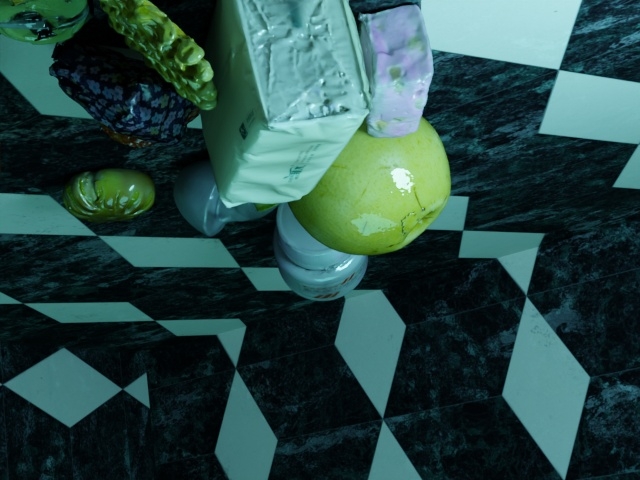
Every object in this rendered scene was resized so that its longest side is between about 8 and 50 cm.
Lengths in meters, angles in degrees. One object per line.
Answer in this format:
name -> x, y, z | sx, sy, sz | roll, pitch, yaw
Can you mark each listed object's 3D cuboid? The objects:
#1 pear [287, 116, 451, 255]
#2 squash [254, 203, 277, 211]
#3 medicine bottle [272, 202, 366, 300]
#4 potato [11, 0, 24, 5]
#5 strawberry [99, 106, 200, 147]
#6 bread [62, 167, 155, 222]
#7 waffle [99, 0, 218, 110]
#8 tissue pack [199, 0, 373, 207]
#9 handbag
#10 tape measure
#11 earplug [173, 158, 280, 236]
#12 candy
pear -> 0.097, -0.131, 2.065 | 0.348, 0.349, 0.348 | -8, 165, -2
squash -> -0.070, -0.205, 1.900 | 0.204, 0.237, 0.155 | -8, -149, 39
medicine bottle -> 0.000, 0.000, 2.630 | 0.256, 0.256, 0.325 | -8, 158, -1
potato -> -0.345, -0.401, 1.205 | 0.158, 0.178, 0.203 | -24, 151, -5
strawberry -> -0.314, -0.235, 1.894 | 0.235, 0.107, 0.175 | -21, 161, 36
bread -> -0.490, -0.098, 2.302 | 0.213, 0.105, 0.213 | -9, 168, -2
waffle -> -0.249, -0.303, 1.489 | 0.056, 0.261, 0.250 | -48, 177, -7
tissue pack -> -0.073, -0.250, 1.619 | 0.207, 0.297, 0.380 | -7, 163, -17
handbag -> -0.337, -0.251, 1.664 | 0.207, 0.127, 0.228 | 28, -174, 20
tape measure -> -0.419, -0.349, 1.464 | 0.177, 0.088, 0.154 | -8, 165, 5
earplug -> -0.179, -0.132, 2.261 | 0.325, 0.175, 0.214 | -21, 168, 9
candy -> 0.128, -0.301, 1.805 | 0.115, 0.156, 0.265 | -11, 165, -4
